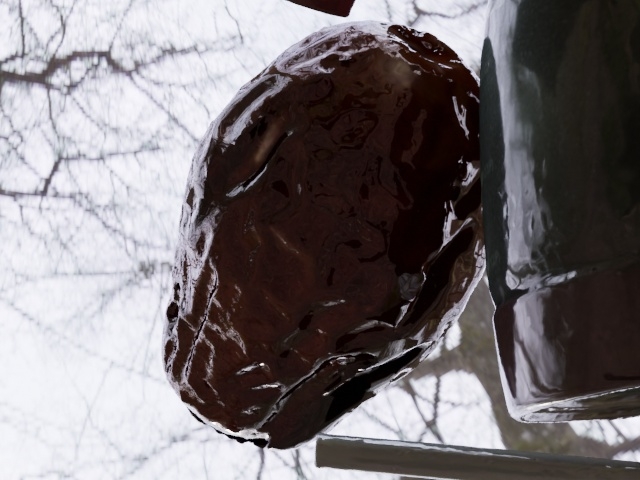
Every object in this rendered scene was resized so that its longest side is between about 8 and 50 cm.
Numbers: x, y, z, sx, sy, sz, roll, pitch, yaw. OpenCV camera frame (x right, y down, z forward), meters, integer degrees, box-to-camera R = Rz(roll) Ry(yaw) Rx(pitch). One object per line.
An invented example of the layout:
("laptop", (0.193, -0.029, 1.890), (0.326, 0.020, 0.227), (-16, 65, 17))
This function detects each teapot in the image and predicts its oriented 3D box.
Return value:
("teapot", (0.185, -0.080, 0.669), (0.233, 0.315, 0.312), (-9, -102, 4))

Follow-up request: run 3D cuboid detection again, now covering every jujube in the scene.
("jujube", (0.000, 0.000, 0.868), (0.197, 0.197, 0.290), (21, -62, -16))

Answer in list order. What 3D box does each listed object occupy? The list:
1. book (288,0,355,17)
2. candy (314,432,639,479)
("book", (-0.010, -0.229, 0.645), (0.162, 0.022, 0.232), (14, -61, -25))
("candy", (0.179, 0.105, 0.552), (0.365, 0.124, 0.124), (4, -71, 5))
